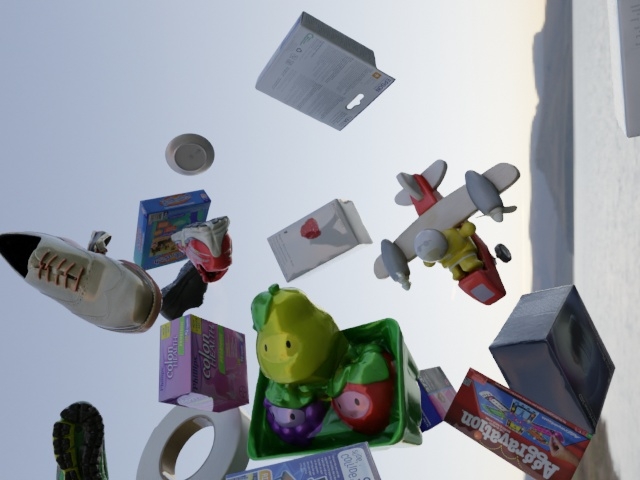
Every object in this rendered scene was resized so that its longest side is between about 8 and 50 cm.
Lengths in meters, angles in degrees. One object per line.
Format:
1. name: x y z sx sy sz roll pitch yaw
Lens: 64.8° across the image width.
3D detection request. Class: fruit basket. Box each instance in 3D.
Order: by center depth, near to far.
1. fruit basket: -0.010 0.272 1.006 0.392 0.391 0.283 58 -152 -47

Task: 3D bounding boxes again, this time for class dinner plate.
1. dinner plate: -0.377 -0.245 1.465 0.141 0.141 0.017 62 -179 -43

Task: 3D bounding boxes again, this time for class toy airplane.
1. toy airplane: 0.320 -0.032 1.357 0.272 0.384 0.387 -23 -60 -53

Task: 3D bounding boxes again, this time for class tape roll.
1. tape roll: -0.379 0.635 1.511 0.072 0.391 0.392 53 -138 -35

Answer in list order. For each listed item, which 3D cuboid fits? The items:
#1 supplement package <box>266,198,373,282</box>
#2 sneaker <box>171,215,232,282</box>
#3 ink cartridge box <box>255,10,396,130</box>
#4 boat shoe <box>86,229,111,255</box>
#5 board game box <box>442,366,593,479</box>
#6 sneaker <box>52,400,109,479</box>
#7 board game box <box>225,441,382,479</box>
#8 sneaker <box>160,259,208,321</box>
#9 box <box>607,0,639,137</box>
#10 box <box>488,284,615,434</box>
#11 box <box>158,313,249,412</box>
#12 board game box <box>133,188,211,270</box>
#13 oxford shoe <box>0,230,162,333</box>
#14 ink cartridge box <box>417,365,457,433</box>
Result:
1. supplement package: 0.000 0.000 1.739 0.178 0.292 0.175 64 -159 9
2. sneaker: -0.232 0.027 1.009 0.279 0.107 0.119 168 87 -73
3. ink cartridge box: 0.010 -0.504 1.559 0.330 0.324 0.072 21 -117 -24
4. boat shoe: -0.510 0.018 1.159 0.137 0.043 0.049 -115 40 -58
5. board game box: 0.432 0.418 1.128 0.145 0.281 0.027 -62 -32 -3
6. sneaker: -0.542 0.543 1.163 0.134 0.146 0.344 2 -100 -19
7. board game box: -0.004 0.236 0.371 0.201 0.136 0.035 -122 22 -75
8. sneaker: -0.420 0.150 1.659 0.286 0.109 0.130 -49 -67 -21
9. box: 0.715 -0.423 1.066 0.215 0.168 0.346 -50 -51 -55
10. box: 0.661 0.333 1.421 0.294 0.182 0.296 -36 -81 -43
11. box: -0.321 0.349 1.413 0.243 0.117 0.214 36 -142 -50
12. board game box: -0.364 -0.023 1.229 0.160 0.047 0.210 -16 -34 -37
13. oxford shoe: -0.474 0.077 0.965 0.146 0.396 0.141 33 -106 -61
14. ink cartridge box: 0.362 0.513 1.660 0.370 0.069 0.176 13 -139 -57
